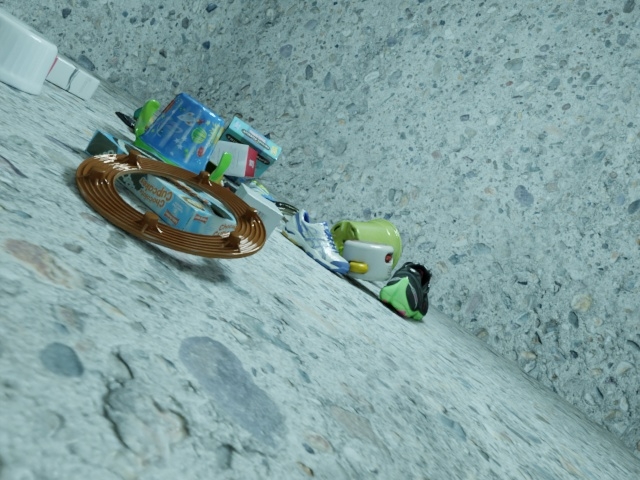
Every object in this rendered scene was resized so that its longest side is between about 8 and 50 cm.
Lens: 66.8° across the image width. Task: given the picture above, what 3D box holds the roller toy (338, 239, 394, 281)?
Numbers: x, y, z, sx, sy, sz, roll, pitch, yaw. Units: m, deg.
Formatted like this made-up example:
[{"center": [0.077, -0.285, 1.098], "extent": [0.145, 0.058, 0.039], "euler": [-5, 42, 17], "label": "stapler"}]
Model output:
[{"center": [0.176, 0.081, 1.820], "extent": [0.191, 0.146, 0.209], "euler": [6, 4, -16], "label": "roller toy"}]

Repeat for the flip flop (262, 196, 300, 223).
[{"center": [-0.172, -0.112, 2.053], "extent": [0.277, 0.080, 0.112], "euler": [15, 19, -28], "label": "flip flop"}]

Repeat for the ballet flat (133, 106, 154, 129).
[{"center": [-0.787, -0.540, 2.175], "extent": [0.232, 0.080, 0.073], "euler": [46, -16, 55], "label": "ballet flat"}]

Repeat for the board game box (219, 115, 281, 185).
[{"center": [-0.375, -0.399, 2.287], "extent": [0.253, 0.079, 0.336], "euler": [32, -34, -19], "label": "board game box"}]

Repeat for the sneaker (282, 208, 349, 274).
[{"center": [0.000, 0.000, 1.739], "extent": [0.296, 0.131, 0.112], "euler": [37, 4, 17], "label": "sneaker"}]

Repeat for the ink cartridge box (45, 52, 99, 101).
[{"center": [-0.896, -0.585, 1.653], "extent": [0.158, 0.092, 0.218], "euler": [37, 7, 26], "label": "ink cartridge box"}]

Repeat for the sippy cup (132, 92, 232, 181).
[{"center": [-0.423, -0.325, 1.516], "extent": [0.305, 0.224, 0.240], "euler": [33, 5, -20], "label": "sippy cup"}]

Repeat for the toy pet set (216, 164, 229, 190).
[{"center": [-0.393, -0.219, 1.786], "extent": [0.122, 0.065, 0.114], "euler": [-100, 169, -79], "label": "toy pet set"}]

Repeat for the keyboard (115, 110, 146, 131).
[{"center": [-0.737, -0.461, 1.918], "extent": [0.108, 0.023, 0.180], "euler": [30, 8, -47], "label": "keyboard"}]

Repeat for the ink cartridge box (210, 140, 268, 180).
[{"center": [-0.352, -0.331, 2.021], "extent": [0.271, 0.130, 0.309], "euler": [9, 6, -3], "label": "ink cartridge box"}]

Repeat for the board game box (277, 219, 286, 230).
[{"center": [-0.198, -0.090, 1.891], "extent": [0.154, 0.026, 0.103], "euler": [32, 6, -31], "label": "board game box"}]

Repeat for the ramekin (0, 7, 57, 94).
[{"center": [-0.793, -0.492, 1.183], "extent": [0.277, 0.135, 0.277], "euler": [35, 5, -3], "label": "ramekin"}]

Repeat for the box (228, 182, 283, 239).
[{"center": [-0.203, -0.091, 1.481], "extent": [0.130, 0.091, 0.170], "euler": [32, 6, -21], "label": "box"}]

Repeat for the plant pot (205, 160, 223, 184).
[{"center": [-0.383, -0.222, 1.662], "extent": [0.081, 0.081, 0.083], "euler": [37, -8, 25], "label": "plant pot"}]

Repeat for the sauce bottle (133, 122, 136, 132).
[{"center": [-0.665, -0.408, 1.778], "extent": [0.042, 0.042, 0.128], "euler": [32, 8, -27], "label": "sauce bottle"}]

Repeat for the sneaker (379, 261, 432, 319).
[{"center": [0.378, 0.194, 1.942], "extent": [0.185, 0.202, 0.483], "euler": [36, 5, 15], "label": "sneaker"}]

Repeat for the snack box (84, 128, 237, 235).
[{"center": [-0.323, -0.108, 1.024], "extent": [0.322, 0.060, 0.187], "euler": [37, 7, 22], "label": "snack box"}]

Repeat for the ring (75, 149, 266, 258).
[{"center": [-0.246, -0.075, 0.852], "extent": [0.336, 0.032, 0.337], "euler": [24, 20, -9], "label": "ring"}]

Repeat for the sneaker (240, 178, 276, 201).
[{"center": [-0.253, -0.187, 2.092], "extent": [0.126, 0.091, 0.240], "euler": [38, 6, 19], "label": "sneaker"}]

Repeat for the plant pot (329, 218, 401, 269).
[{"center": [0.171, 0.021, 2.130], "extent": [0.254, 0.276, 0.276], "euler": [11, 21, -47], "label": "plant pot"}]
